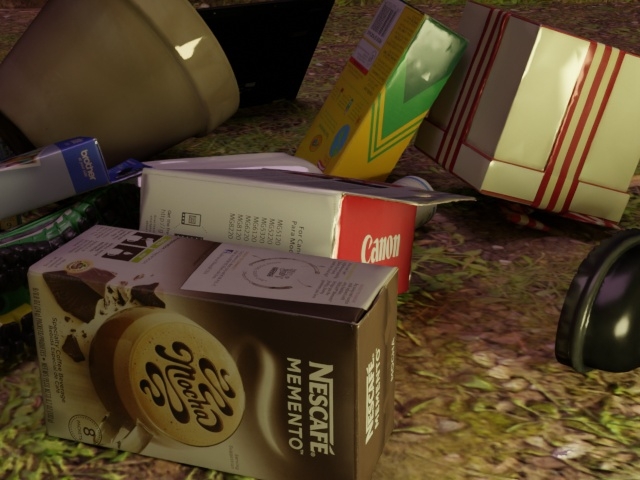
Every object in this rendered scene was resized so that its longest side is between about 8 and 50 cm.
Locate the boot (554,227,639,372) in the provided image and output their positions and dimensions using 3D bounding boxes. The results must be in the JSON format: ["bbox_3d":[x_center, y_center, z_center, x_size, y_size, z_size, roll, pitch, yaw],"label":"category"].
[{"bbox_3d":[0.419,0.070,1.021,0.348,0.131,0.260,-19,29,-40],"label":"boot"}]

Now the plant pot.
[{"bbox_3d":[-0.325,-0.221,1.522,0.280,0.323,0.323,-44,40,-18],"label":"plant pot"}]

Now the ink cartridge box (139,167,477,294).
[{"bbox_3d":[0.000,0.000,1.092,0.272,0.130,0.309,8,6,19],"label":"ink cartridge box"}]

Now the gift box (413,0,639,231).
[{"bbox_3d":[0.313,-0.155,1.430,0.276,0.258,0.255,14,16,-18],"label":"gift box"}]

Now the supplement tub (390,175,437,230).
[{"bbox_3d":[0.100,-0.039,1.372,0.071,0.071,0.107,14,25,31],"label":"supplement tub"}]

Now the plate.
[{"bbox_3d":[-0.157,-0.090,1.422,0.278,0.045,0.277,-5,3,-13],"label":"plate"}]

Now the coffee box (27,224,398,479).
[{"bbox_3d":[-0.089,0.098,0.910,0.297,0.168,0.119,7,23,19],"label":"coffee box"}]

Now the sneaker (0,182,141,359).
[{"bbox_3d":[-0.309,0.018,1.159,0.146,0.134,0.343,4,18,31],"label":"sneaker"}]

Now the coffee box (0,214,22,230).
[{"bbox_3d":[-0.481,-0.053,1.451,0.113,0.040,0.184,-8,23,-20],"label":"coffee box"}]

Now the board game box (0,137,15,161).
[{"bbox_3d":[-0.559,-0.161,1.580,0.060,0.194,0.194,6,37,18],"label":"board game box"}]

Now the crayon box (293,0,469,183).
[{"bbox_3d":[0.071,-0.185,1.510,0.081,0.318,0.202,27,14,-21],"label":"crayon box"}]

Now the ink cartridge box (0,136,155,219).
[{"bbox_3d":[-0.355,-0.060,1.190,0.311,0.065,0.186,-18,11,-14],"label":"ink cartridge box"}]

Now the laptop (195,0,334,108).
[{"bbox_3d":[-0.241,-0.357,1.962,0.382,0.408,0.236,-15,60,-31],"label":"laptop"}]
